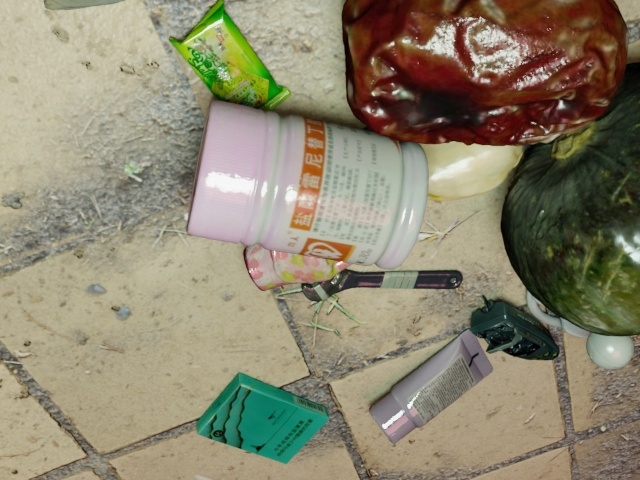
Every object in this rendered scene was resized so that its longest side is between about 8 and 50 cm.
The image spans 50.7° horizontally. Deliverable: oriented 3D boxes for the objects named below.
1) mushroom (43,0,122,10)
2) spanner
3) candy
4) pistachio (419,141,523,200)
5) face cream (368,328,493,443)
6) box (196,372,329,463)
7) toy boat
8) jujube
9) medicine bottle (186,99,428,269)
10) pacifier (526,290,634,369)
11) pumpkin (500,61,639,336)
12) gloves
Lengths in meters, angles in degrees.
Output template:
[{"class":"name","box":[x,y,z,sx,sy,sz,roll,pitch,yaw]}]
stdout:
[{"class":"mushroom","box":[-0.205,-0.382,0.854,0.329,0.122,0.159,-8,160,-6]},{"class":"spanner","box":[0.121,0.071,1.268,0.316,0.024,0.087,0,117,-12]},{"class":"candy","box":[-0.130,-0.251,0.992,0.102,0.032,0.178,-32,124,9]},{"class":"pistachio","box":[0.230,-0.140,1.102,0.201,0.117,0.145,-19,87,9]},{"class":"face cream","box":[0.234,0.310,1.420,0.274,0.096,0.154,-36,121,-4]},{"class":"box","box":[-0.118,0.374,1.402,0.226,0.042,0.161,28,112,-27]},{"class":"toy boat","box":[0.406,0.201,1.372,0.246,0.103,0.093,29,137,-33]},{"class":"jujube","box":[0.218,-0.261,0.923,0.377,0.276,0.276,-8,124,-5]},{"class":"medicine bottle","box":[-0.023,-0.077,0.986,0.316,0.202,0.202,9,121,-12]},{"class":"pacifier","box":[0.524,0.146,1.289,0.239,0.225,0.287,-27,125,28]},{"class":"pumpkin","box":[0.495,-0.059,1.020,0.344,0.454,0.454,40,108,-14]},{"class":"gloves","box":[0.000,0.006,1.142,0.241,0.126,0.145,-20,120,11]}]
